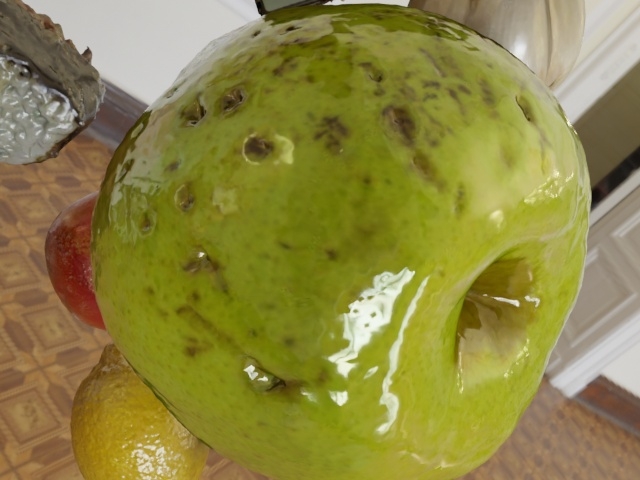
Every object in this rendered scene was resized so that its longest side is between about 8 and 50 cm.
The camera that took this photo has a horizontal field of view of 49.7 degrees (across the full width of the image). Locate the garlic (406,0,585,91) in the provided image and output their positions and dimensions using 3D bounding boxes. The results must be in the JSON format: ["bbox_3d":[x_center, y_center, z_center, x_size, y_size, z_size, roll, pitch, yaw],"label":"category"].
[{"bbox_3d":[0.182,-0.241,0.776,0.281,0.185,0.203,-101,171,-48],"label":"garlic"}]

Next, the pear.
[{"bbox_3d":[0.000,0.000,0.549,0.391,0.391,0.391,34,26,-19],"label":"pear"}]

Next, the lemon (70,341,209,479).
[{"bbox_3d":[-0.245,0.261,0.955,0.188,0.188,0.256,-26,102,-64],"label":"lemon"}]

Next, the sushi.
[{"bbox_3d":[-0.474,-0.249,0.940,0.343,0.196,0.181,37,24,-27],"label":"sushi"}]

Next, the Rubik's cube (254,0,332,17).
[{"bbox_3d":[0.013,-0.373,0.795,0.167,0.184,0.180,-48,128,-54],"label":"Rubik's cube"}]

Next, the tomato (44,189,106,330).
[{"bbox_3d":[-0.405,0.051,1.453,0.338,0.338,0.144,29,-3,-27],"label":"tomato"}]
